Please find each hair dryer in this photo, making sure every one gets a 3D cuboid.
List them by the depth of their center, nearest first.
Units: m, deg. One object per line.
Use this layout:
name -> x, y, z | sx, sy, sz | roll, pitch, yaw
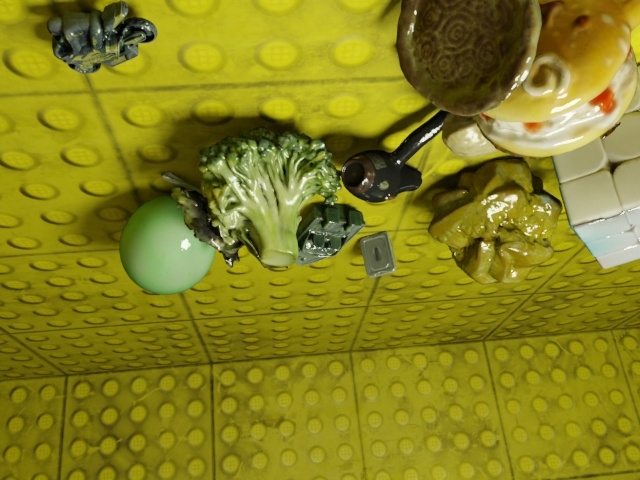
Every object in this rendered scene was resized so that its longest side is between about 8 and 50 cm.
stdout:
hair dryer -> 0.223, -0.202, 1.260 | 0.359, 0.120, 0.304 | -41, 159, 30

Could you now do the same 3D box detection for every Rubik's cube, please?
Rubik's cube -> 0.648, -0.149, 1.237 | 0.291, 0.291, 0.290 | -21, 151, 27

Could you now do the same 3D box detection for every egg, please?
egg -> -0.355, 0.011, 1.429 | 0.221, 0.220, 0.270 | 8, 147, -29

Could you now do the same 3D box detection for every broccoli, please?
broccoli -> -0.129, -0.096, 1.253 | 0.324, 0.272, 0.334 | 25, 142, -17

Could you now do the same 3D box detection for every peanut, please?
peanut -> 0.319, -0.219, 1.151 | 0.125, 0.111, 0.275 | -11, -176, 45

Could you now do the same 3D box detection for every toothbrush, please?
toothbrush -> -0.258, -0.114, 1.422 | 0.026, 0.022, 0.263 | -36, 144, 27

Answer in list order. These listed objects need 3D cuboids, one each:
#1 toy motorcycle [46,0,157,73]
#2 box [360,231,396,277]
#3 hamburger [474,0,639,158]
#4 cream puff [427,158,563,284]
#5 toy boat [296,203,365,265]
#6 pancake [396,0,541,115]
toy motorcycle -> -0.348, -0.311, 0.927 | 0.193, 0.061, 0.124 | -13, 163, 33
box -> 0.172, 0.044, 1.756 | 0.089, 0.122, 0.062 | -15, 165, 19
hamburger -> 0.361, -0.286, 0.925 | 0.303, 0.260, 0.186 | -18, 149, 16
cream puff -> 0.412, -0.023, 1.487 | 0.270, 0.274, 0.323 | 1, 153, -37
toy boat -> 0.000, 0.000, 1.644 | 0.141, 0.092, 0.319 | 7, 153, -22
pancake -> 0.203, -0.307, 0.883 | 0.031, 0.250, 0.250 | -20, 168, -40
